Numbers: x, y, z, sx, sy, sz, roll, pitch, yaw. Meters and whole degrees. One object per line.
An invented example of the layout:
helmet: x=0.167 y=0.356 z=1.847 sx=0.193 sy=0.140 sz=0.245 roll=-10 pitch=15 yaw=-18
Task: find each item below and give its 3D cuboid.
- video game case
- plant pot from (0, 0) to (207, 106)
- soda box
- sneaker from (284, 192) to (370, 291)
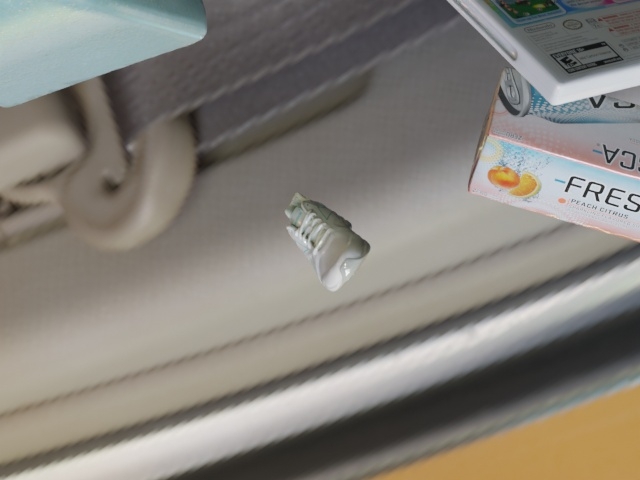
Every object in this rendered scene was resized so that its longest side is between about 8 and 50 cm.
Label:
video game case: x=0.155 y=-0.140 z=0.925 sx=0.157 sy=0.019 sz=0.143 roll=-15 pitch=-131 yaw=-30
plant pot: x=-0.287 y=-0.276 z=1.432 sx=0.252 sy=0.247 sz=0.248 roll=-6 pitch=-100 yaw=-69
soda box: x=0.187 y=-0.043 z=0.963 sx=0.183 sy=0.058 sz=0.063 roll=16 pitch=-128 yaw=1
sneaker: x=0.000 y=0.000 z=1.370 sx=0.061 sy=0.054 sz=0.152 roll=39 pitch=-176 yaw=-18
